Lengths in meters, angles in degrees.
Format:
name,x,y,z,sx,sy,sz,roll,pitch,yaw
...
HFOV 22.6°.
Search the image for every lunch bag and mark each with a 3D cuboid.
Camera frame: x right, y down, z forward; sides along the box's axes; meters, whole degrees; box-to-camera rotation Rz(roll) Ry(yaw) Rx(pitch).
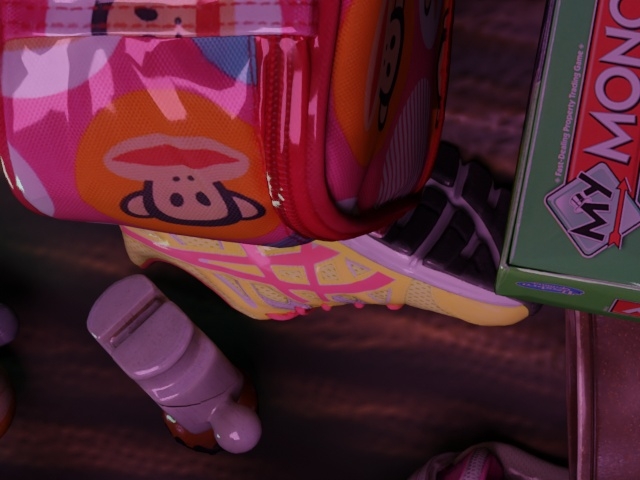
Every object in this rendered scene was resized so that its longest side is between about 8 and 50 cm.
name,x,y,z,sx,sy,sz,roll,pitch,yaw
lunch bag,-0.014,-0.146,0.533,0.120,0.258,0.293,3,94,12

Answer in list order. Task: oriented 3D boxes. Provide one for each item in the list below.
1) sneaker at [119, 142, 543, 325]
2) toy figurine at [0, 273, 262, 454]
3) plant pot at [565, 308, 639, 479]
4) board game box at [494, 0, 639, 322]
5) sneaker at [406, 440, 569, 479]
name,x,y,z,sx,sy,sz,roll,pitch,yaw
sneaker,0.000,0.000,0.719,0.209,0.081,0.094,20,128,12
toy figurine,-0.127,0.127,0.741,0.213,0.209,0.148,-5,154,13
plant pot,0.182,0.039,0.643,0.165,0.167,0.167,-1,118,6
board game box,0.186,-0.119,0.490,0.214,0.046,0.317,11,78,6
sneaker,0.061,0.152,0.772,0.252,0.103,0.111,-12,109,15
